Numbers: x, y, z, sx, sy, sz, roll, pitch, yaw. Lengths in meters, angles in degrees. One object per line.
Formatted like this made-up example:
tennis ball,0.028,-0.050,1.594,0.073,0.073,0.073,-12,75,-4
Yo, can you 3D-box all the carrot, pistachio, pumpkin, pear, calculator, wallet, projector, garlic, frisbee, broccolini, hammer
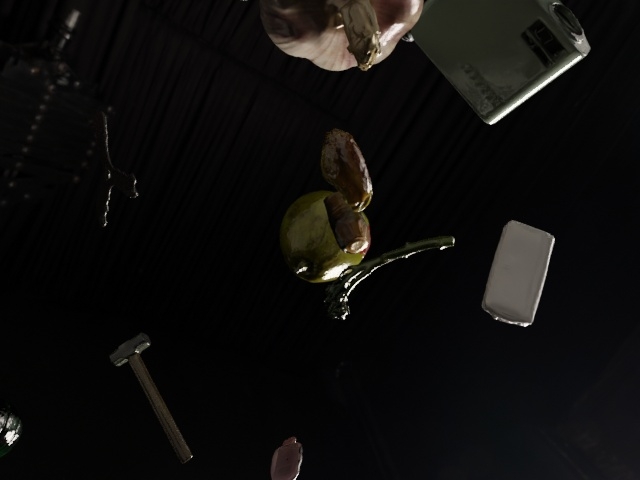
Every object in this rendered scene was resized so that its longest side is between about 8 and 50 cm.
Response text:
carrot,0.058,-0.048,1.171,0.082,0.082,0.173,20,-143,-38
pistachio,0.048,-0.140,1.014,0.049,0.089,0.173,132,117,-84
pumpkin,-0.799,0.442,1.185,0.202,0.202,0.140,20,-145,-37
pear,0.000,0.000,1.596,0.287,0.287,0.375,32,-144,4
calculator,-0.099,0.648,1.519,0.024,0.103,0.166,59,-165,-24
wallet,0.347,0.057,0.907,0.095,0.190,0.033,22,161,9
projector,0.309,-0.365,0.906,0.250,0.198,0.108,48,-131,-3
garlic,0.033,-0.314,0.679,0.245,0.245,0.253,22,-138,-31
frisbee,-0.360,-0.108,0.899,0.012,0.211,0.187,-9,-154,-42
broccolini,0.071,0.038,0.624,0.052,0.194,0.054,34,-141,-31
hammer,-0.443,0.427,1.391,0.365,0.111,0.043,54,178,18

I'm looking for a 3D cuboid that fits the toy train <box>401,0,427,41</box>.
toy train,0.264,-0.529,1.086,0.134,0.261,0.177,38,-158,-16
